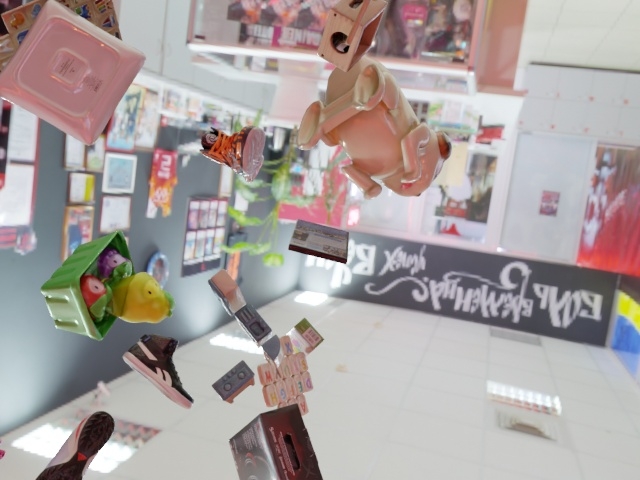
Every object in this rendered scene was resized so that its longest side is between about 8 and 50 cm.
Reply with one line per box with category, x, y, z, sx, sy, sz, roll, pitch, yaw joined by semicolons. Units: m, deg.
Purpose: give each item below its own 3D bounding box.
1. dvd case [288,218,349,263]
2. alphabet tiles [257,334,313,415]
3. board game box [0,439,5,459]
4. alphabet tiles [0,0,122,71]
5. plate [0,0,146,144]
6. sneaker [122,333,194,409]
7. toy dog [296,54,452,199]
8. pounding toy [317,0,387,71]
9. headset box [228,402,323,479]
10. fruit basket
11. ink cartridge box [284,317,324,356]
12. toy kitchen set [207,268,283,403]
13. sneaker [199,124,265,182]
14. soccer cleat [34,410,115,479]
dvd case;0.000;0.000;2.006;0.180;0.022;0.253;15;-160;-1
alphabet tiles;-0.113;0.461;2.156;0.021;0.278;0.284;-18;172;27
board game box;-1.001;0.522;1.651;0.050;0.390;0.390;3;-158;16
alphabet tiles;-0.696;-0.529;1.718;0.342;0.285;0.011;-35;-114;-22
plate;-0.617;-0.418;1.578;0.278;0.277;0.045;30;171;-8
sneaker;-0.381;0.319;1.633;0.217;0.121;0.079;39;153;1
toy dog;0.170;-0.280;1.760;0.408;0.284;0.395;39;-150;-31
pounding toy;0.062;-0.478;1.381;0.094;0.206;0.181;32;-128;7
headset box;-0.109;0.547;1.586;0.110;0.218;0.293;-8;155;-31
fruit basket;-0.692;0.159;2.190;0.392;0.283;0.392;-7;-152;4
ink cartridge box;-0.078;0.372;2.337;0.062;0.109;0.209;-39;174;-36
toy kitchen set;-0.195;0.199;1.325;0.207;0.166;0.122;46;164;22
sneaker;-0.260;-0.263;1.825;0.180;0.124;0.321;26;165;-1
soccer cleat;-0.691;0.614;1.762;0.108;0.318;0.116;43;143;-15
